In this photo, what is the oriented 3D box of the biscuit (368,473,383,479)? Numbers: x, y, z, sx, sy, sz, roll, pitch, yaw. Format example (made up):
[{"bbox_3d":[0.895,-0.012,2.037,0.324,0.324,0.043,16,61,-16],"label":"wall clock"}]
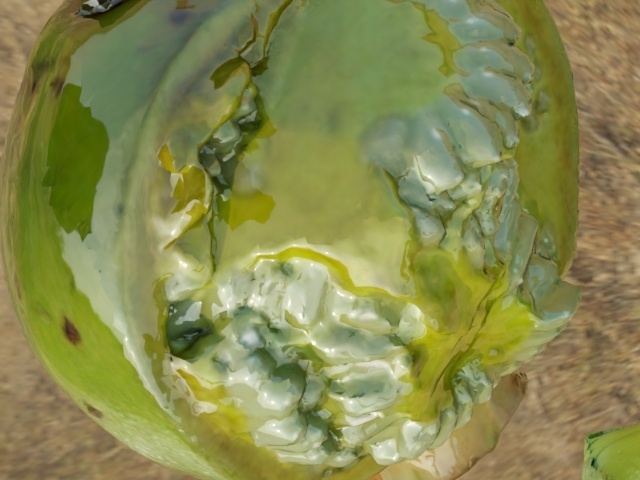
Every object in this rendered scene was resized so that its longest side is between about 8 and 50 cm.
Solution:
[{"bbox_3d":[-0.022,0.117,1.122,0.186,0.295,0.044,43,67,-19],"label":"biscuit"}]

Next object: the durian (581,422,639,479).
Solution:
[{"bbox_3d":[0.314,0.237,1.759,0.139,0.250,0.101,-26,112,-1],"label":"durian"}]

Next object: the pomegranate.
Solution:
[{"bbox_3d":[0.000,0.000,0.825,0.260,0.341,0.260,-14,40,12],"label":"pomegranate"}]
